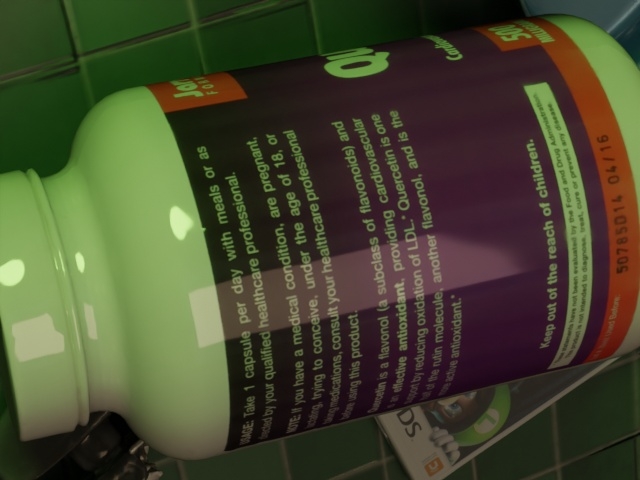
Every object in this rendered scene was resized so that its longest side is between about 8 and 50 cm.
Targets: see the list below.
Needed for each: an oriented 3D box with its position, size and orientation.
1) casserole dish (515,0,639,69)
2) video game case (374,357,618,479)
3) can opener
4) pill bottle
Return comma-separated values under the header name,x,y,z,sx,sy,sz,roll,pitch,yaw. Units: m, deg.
name,x,y,z,sx,sy,sz,roll,pitch,yaw
casserole dish,0.177,-0.171,0.835,0.188,0.037,0.114,-47,125,2
video game case,0.105,0.043,0.917,0.190,0.022,0.173,-33,125,-8
can opener,-0.184,0.170,0.823,0.093,0.074,0.280,44,89,-1
pill bottle,0.000,0.000,0.739,0.323,0.181,0.181,-12,119,-16
